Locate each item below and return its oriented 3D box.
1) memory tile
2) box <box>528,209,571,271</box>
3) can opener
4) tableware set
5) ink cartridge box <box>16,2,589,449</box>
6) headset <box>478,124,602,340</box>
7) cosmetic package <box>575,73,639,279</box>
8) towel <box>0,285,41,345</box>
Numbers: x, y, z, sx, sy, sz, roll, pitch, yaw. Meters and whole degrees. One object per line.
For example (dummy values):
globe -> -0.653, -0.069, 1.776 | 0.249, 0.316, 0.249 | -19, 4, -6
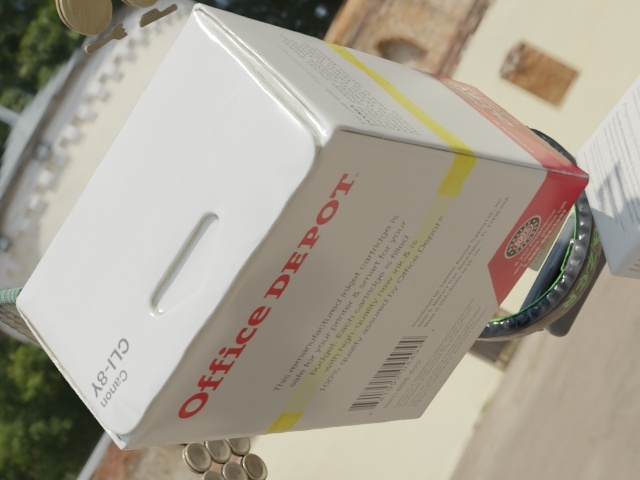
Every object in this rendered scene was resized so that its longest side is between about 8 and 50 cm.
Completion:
memory tile -> -0.108, 0.252, 1.492 | 0.012, 0.148, 0.113 | -40, -14, 31
box -> 0.204, -0.082, 1.982 | 0.121, 0.311, 0.148 | -62, 21, 0
can opener -> 0.348, 0.002, 1.660 | 0.074, 0.093, 0.280 | 10, 61, 54
tableware set -> -0.292, -0.340, 1.803 | 0.039, 0.128, 0.194 | -6, 23, 42
ink cartridge box -> 0.000, 0.000, 1.035 | 0.384, 0.160, 0.279 | 5, -56, -54
headset -> 0.137, -0.028, 1.526 | 0.185, 0.394, 0.243 | 21, -92, -63
cosmetic package -> 0.400, -0.116, 1.114 | 0.365, 0.197, 0.155 | 123, 149, -45
towel -> -0.241, 0.120, 1.737 | 0.271, 0.370, 0.040 | 43, -127, -43
